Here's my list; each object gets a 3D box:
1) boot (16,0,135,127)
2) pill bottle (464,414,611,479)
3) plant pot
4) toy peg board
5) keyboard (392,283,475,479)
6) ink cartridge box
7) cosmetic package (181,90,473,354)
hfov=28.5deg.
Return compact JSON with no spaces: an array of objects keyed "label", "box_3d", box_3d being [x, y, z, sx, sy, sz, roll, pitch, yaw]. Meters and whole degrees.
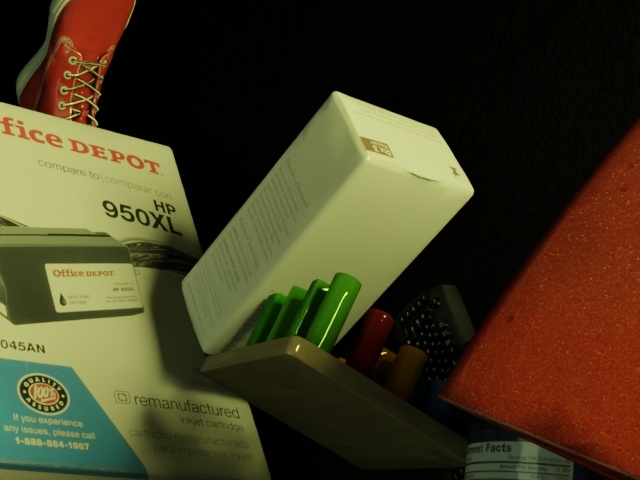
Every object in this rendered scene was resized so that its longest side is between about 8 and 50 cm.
[{"label":"boot","box_3d":[-0.257,-0.169,1.384,0.244,0.088,0.176,-50,46,40]},{"label":"pill bottle","box_3d":[0.148,0.162,0.775,0.123,0.123,0.219,-11,66,48]},{"label":"plant pot","box_3d":[0.265,0.038,0.587,0.267,0.267,0.236,16,81,50]},{"label":"toy peg board","box_3d":[0.022,0.095,0.919,0.161,0.160,0.079,-20,41,62]},{"label":"keyboard","box_3d":[0.099,0.115,0.919,0.100,0.038,0.192,-43,51,34]},{"label":"ink cartridge box","box_3d":[-0.245,0.076,1.142,0.166,0.285,0.395,-44,50,32]},{"label":"cosmetic package","box_3d":[0.000,0.000,1.006,0.231,0.117,0.085,-50,45,28]}]
